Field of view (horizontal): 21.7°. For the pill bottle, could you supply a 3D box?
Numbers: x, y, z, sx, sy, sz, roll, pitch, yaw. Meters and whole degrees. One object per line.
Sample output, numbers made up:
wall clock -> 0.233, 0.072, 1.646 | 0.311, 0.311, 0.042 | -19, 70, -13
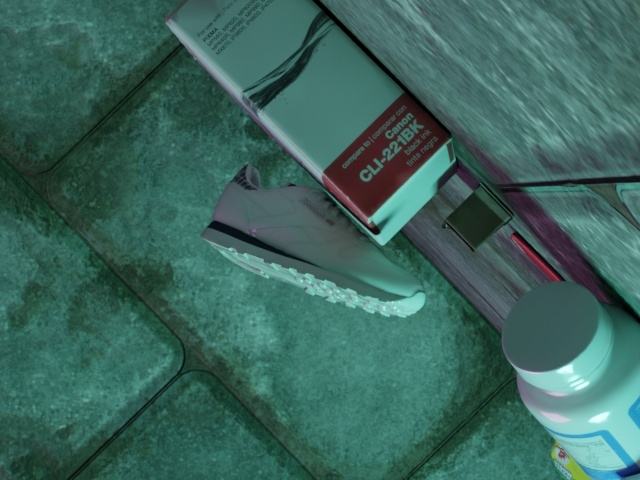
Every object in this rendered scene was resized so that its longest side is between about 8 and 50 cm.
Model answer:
pill bottle -> 0.248, 0.130, 1.470 | 0.221, 0.124, 0.124 | 48, 179, -43

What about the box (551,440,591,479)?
box -> 0.344, 0.247, 2.044 | 0.105, 0.043, 0.179 | 46, 139, 33

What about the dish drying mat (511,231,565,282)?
dish drying mat -> 0.224, 0.024, 1.690 | 0.083, 0.008, 0.032 | 46, 179, 10

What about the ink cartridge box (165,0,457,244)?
ink cartridge box -> -0.004, -0.137, 1.600 | 0.273, 0.114, 0.197 | 44, 180, 9

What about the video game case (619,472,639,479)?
video game case -> 0.362, 0.243, 1.457 | 0.157, 0.143, 0.019 | 46, -138, -26

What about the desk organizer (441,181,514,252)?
desk organizer -> 0.154, -0.019, 1.649 | 0.047, 0.050, 0.130 | 46, 180, 4

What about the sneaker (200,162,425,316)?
sneaker -> 0.000, 0.000, 1.570 | 0.235, 0.095, 0.090 | 22, 166, 23
